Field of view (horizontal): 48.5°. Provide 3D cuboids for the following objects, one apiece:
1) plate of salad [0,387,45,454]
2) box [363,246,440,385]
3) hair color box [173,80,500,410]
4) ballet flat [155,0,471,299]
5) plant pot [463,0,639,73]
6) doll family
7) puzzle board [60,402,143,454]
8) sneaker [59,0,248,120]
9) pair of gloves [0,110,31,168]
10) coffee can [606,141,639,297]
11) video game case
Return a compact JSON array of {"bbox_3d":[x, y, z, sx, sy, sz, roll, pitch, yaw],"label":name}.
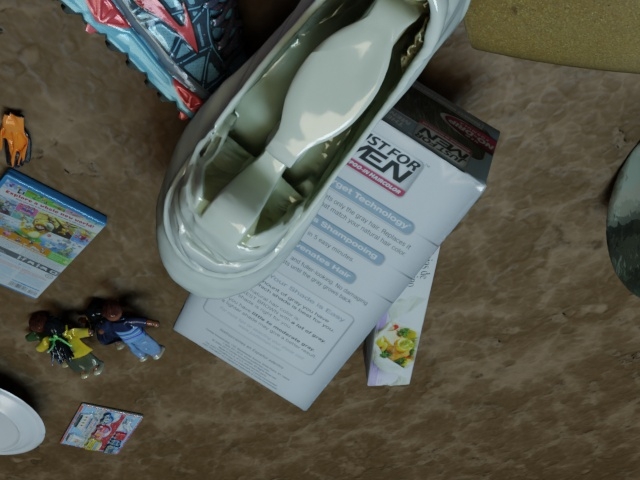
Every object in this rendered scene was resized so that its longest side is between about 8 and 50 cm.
[{"bbox_3d":[-0.498,0.250,1.033,0.200,0.048,0.199,3,133,4],"label":"plate of salad"},{"bbox_3d":[0.100,0.072,0.909,0.063,0.067,0.323,-2,135,-5],"label":"box"},{"bbox_3d":[0.000,0.000,0.744,0.185,0.113,0.374,32,129,-1],"label":"hair color box"},{"bbox_3d":[-0.036,-0.071,0.550,0.139,0.139,0.400,23,125,-27],"label":"ballet flat"},{"bbox_3d":[0.236,-0.225,0.532,0.255,0.237,0.237,-3,138,20],"label":"plant pot"},{"bbox_3d":[-0.292,0.119,0.912,0.193,0.076,0.111,-19,130,6],"label":"doll family"},{"bbox_3d":[-0.350,0.303,1.132,0.097,0.011,0.128,18,130,-24],"label":"puzzle board"},{"bbox_3d":[-0.109,-0.190,0.591,0.125,0.104,0.262,-34,130,23],"label":"sneaker"},{"bbox_3d":[-0.335,-0.105,0.717,0.083,0.010,0.074,10,135,-12],"label":"pair of gloves"},{"bbox_3d":[0.491,-0.012,0.772,0.276,0.201,0.201,9,134,-15],"label":"coffee can"},{"bbox_3d":[-0.342,-0.002,0.818,0.119,0.015,0.166,31,125,-31],"label":"video game case"}]
